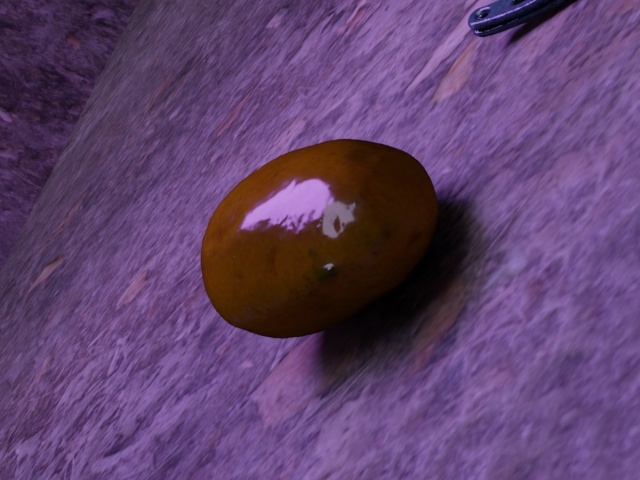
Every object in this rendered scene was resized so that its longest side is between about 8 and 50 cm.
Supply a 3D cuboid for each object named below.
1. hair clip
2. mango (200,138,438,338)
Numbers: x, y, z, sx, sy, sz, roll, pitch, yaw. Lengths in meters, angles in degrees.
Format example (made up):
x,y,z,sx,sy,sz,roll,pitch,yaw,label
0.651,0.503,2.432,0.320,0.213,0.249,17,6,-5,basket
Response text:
x,y,z,sx,sy,sz,roll,pitch,yaw,label
0.158,-0.176,1.070,0.229,0.070,0.039,-47,20,57,hair clip
0.000,0.000,1.082,0.147,0.109,0.227,-35,10,-14,mango
